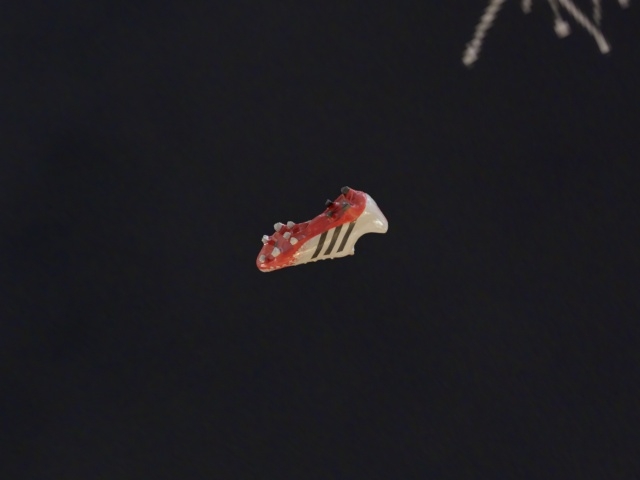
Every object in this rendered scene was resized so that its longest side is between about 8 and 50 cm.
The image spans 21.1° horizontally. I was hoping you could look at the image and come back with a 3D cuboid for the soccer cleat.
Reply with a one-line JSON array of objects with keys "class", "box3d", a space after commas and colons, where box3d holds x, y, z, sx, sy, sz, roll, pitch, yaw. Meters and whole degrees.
[{"class": "soccer cleat", "box3d": [0.000, 0.000, 0.957, 0.083, 0.035, 0.029, -31, -144, 29]}]
